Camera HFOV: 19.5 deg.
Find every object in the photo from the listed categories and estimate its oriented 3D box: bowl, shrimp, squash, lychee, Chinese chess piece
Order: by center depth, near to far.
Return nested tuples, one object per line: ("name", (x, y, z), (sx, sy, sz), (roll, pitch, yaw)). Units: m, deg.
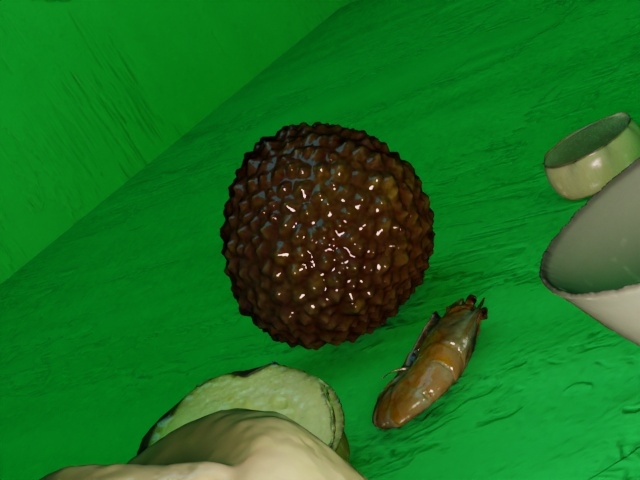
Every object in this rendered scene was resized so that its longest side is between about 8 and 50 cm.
("bowl", (0.355, 0.006, 1.469), (0.337, 0.157, 0.337), (-30, 13, 8))
("squash", (-0.065, 0.233, 1.814), (0.220, 0.133, 0.220), (-19, 28, 11))
("shrimp", (0.110, 0.118, 1.875), (0.115, 0.051, 0.217), (-26, 18, 37))
("lychee", (0.000, 0.000, 2.124), (0.267, 0.267, 0.267), (-31, 14, 8))
("Chinese chess piece", (0.316, -0.096, 2.142), (0.122, 0.051, 0.122), (-29, 15, 8))

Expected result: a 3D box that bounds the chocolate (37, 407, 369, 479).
("chocolate", (-0.054, 0.257, 1.258), (0.326, 0.297, 0.314), (-34, 18, -8))
